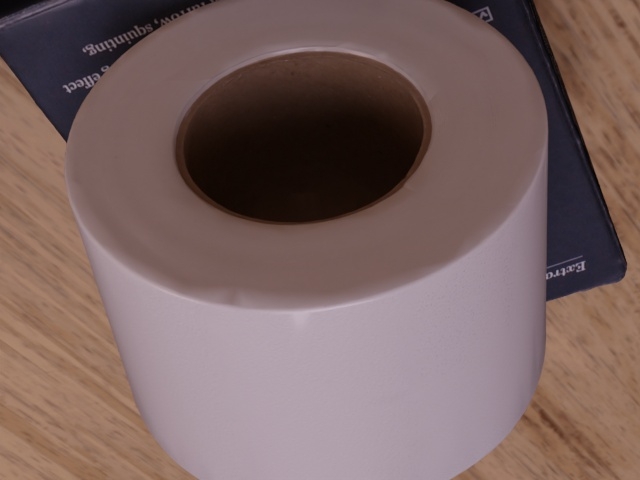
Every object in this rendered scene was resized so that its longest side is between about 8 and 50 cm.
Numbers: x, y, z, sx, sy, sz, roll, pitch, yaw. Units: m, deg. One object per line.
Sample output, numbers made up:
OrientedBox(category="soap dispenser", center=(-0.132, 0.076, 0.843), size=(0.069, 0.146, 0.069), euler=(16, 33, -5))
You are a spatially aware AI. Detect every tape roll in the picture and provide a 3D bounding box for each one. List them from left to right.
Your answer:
OrientedBox(category="tape roll", center=(0.000, 0.000, 0.766), size=(0.246, 0.246, 0.169), euler=(-8, 135, 1))

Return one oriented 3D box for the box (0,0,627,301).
OrientedBox(category="box", center=(0.004, -0.118, 0.972), size=(0.293, 0.212, 0.395), euler=(-19, 134, 12))
